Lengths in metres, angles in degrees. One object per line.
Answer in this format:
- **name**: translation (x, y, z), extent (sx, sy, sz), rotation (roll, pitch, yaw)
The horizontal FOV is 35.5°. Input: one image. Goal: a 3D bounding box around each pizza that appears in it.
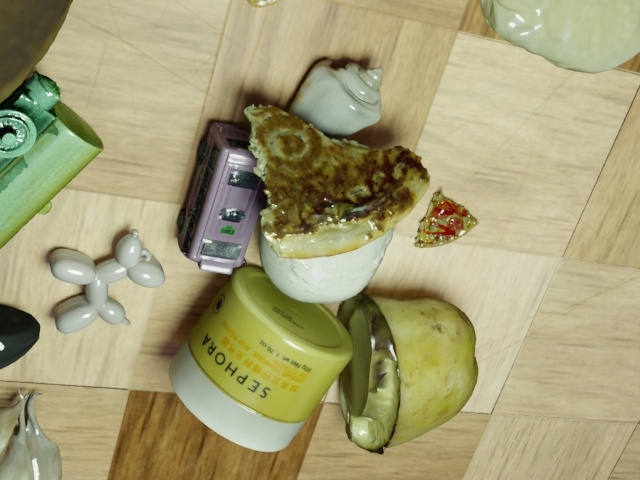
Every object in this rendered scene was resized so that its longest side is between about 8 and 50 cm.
- **pizza**: translation (0.188, -0.018, 1.569), extent (0.100, 0.029, 0.099), rotation (36, 104, -31)

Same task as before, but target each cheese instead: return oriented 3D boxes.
- **cheese**: translation (0.374, -0.387, 1.364), extent (0.326, 0.115, 0.318), rotation (-24, 124, -5)
- **cheese**: translation (0.000, 0.000, 1.443), extent (0.198, 0.154, 0.189), rotation (1, 116, -26)

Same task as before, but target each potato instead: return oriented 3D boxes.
- **potato**: translation (0.147, 0.193, 1.581), extent (0.243, 0.242, 0.285), rotation (-8, 118, -13)

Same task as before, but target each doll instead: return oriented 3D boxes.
- **doll**: translation (-0.304, 0.057, 1.436), extent (0.160, 0.059, 0.161), rotation (-4, 120, -16)

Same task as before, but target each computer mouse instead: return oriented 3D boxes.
- **computer mouse**: translation (-0.524, 0.139, 1.365), extent (0.270, 0.137, 0.086), rotation (6, 108, -23)

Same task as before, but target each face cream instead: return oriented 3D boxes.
- **face cream**: translation (-0.086, 0.171, 1.478), extent (0.218, 0.218, 0.179), rotation (26, 108, -29)

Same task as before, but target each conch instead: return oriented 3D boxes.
- **conch**: translation (0.016, -0.187, 1.399), extent (0.176, 0.094, 0.104), rotation (-29, 143, 32)

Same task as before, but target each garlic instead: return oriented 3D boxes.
- **garlic**: translation (-0.518, 0.355, 1.515), extent (0.292, 0.210, 0.237), rotation (-28, 90, 4)

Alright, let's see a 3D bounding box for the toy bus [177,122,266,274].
- **toy bus**: translation (-0.131, -0.055, 1.396), extent (0.096, 0.108, 0.198), rotation (9, 116, -23)

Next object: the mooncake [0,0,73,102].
- **mooncake**: translation (-0.450, -0.286, 1.009), extent (0.394, 0.246, 0.393), rotation (-38, 152, -34)

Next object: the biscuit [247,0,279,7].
- **biscuit**: translation (-0.071, -0.465, 1.211), extent (0.269, 0.051, 0.375), rotation (-8, 122, -12)

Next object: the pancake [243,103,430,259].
- **pancake**: translation (-0.003, -0.093, 1.337), extent (0.266, 0.244, 0.057), rotation (-38, 174, -32)

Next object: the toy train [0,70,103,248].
- **toy train**: translation (-0.421, -0.075, 1.279), extent (0.307, 0.126, 0.189), rotation (-42, 123, 8)
